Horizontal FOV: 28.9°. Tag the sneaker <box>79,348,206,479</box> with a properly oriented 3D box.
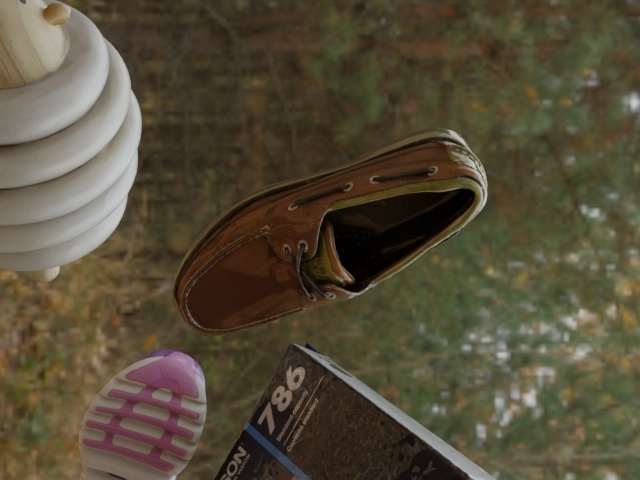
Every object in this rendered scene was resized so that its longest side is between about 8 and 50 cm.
[{"bbox_3d":[-0.157,0.181,1.076,0.104,0.095,0.236,-64,177,-62],"label":"sneaker"}]

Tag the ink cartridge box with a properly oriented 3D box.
[{"bbox_3d":[0.002,0.190,0.948,0.165,0.065,0.332,-61,-149,-1],"label":"ink cartridge box"}]

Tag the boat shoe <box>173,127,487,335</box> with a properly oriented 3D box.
[{"bbox_3d":[0.000,0.000,1.085,0.111,0.307,0.104,55,11,-21],"label":"boat shoe"}]

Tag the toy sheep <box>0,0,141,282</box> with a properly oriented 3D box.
[{"bbox_3d":[-0.102,-0.035,0.416,0.132,0.091,0.091,86,0,-50],"label":"toy sheep"}]
